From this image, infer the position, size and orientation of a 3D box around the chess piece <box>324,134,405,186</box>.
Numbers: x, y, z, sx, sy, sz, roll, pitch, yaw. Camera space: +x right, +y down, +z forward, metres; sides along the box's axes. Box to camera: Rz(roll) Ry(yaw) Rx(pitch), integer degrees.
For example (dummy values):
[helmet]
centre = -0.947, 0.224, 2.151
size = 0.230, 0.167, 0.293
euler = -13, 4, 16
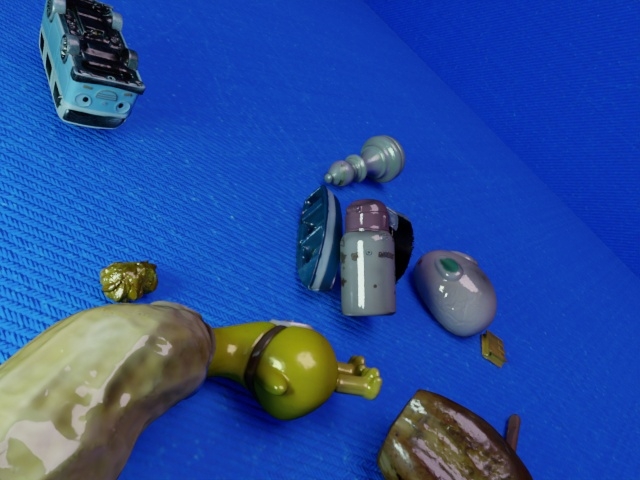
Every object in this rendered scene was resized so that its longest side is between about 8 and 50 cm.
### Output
[chess piece]
centre = 0.107, -0.200, 1.404
size = 0.272, 0.139, 0.139
euler = -27, 70, -42

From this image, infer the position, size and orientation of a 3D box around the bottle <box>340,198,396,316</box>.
[bottle]
centre = 0.094, 0.034, 1.016
size = 0.110, 0.110, 0.233
euler = 6, 79, -40

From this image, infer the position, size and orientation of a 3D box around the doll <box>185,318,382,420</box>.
[doll]
centre = -0.095, 0.182, 0.755
size = 0.364, 0.145, 0.199
euler = 14, 1, -20

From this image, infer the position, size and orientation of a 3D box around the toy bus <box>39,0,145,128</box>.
[toy bus]
centre = -0.444, -0.330, 0.966
size = 0.133, 0.164, 0.271
euler = 1, 50, -42

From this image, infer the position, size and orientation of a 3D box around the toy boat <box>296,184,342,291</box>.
[toy boat]
centre = 0.000, 0.000, 1.078
size = 0.062, 0.096, 0.299
euler = 34, 36, -26

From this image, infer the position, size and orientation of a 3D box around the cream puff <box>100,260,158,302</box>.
[cream puff]
centre = -0.286, 0.055, 0.764
size = 0.083, 0.058, 0.083
euler = 12, 40, -33

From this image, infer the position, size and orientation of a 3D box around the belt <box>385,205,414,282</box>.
[belt]
centre = 0.138, 0.005, 1.145
size = 0.078, 0.151, 0.198
euler = 21, 45, -24

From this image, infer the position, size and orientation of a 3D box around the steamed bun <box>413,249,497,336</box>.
[steamed bun]
centre = 0.331, 0.114, 1.226
size = 0.177, 0.130, 0.228
euler = -14, 62, -49

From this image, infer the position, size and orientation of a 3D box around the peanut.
[peanut]
centre = -0.262, 0.173, 0.520
size = 0.340, 0.174, 0.158
euler = -55, 129, -43

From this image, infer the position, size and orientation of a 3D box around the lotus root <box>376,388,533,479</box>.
[lotus root]
centre = 0.219, 0.375, 0.793
size = 0.291, 0.193, 0.193
euler = 44, 34, 12

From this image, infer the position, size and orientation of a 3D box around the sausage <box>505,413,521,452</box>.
[sausage]
centre = 0.393, 0.403, 1.042
size = 0.026, 0.026, 0.116
euler = 42, 34, 3

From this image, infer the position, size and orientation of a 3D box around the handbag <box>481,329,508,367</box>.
[handbag]
centre = 0.420, 0.260, 1.233
size = 0.061, 0.027, 0.083
euler = 34, 33, -7
